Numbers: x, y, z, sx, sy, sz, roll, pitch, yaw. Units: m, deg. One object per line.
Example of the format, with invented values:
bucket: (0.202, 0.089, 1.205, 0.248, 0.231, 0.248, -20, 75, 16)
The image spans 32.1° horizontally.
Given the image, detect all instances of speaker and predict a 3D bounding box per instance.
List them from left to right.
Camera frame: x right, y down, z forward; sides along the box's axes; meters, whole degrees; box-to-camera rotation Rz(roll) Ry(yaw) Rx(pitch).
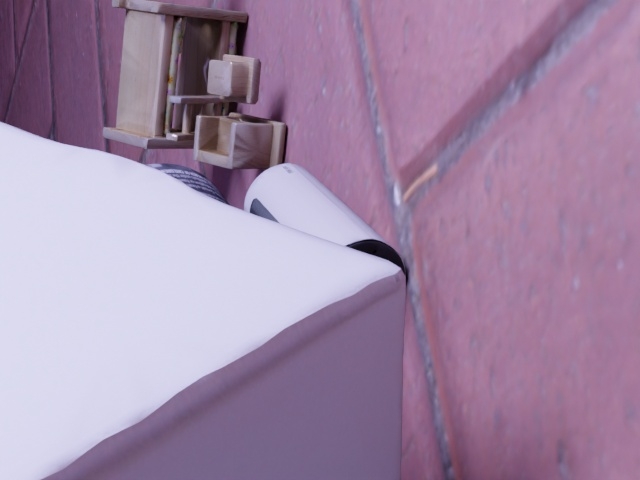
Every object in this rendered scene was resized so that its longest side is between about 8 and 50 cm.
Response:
speaker: (0.000, 0.000, 0.665, 0.136, 0.055, 0.055, -134, 50, -59)

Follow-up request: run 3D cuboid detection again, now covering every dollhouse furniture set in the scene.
dollhouse furniture set: (-0.070, -0.155, 0.841, 0.161, 0.101, 0.181, 17, 105, 41)

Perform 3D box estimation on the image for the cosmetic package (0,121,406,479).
cosmetic package: (-0.184, 0.191, 0.511, 0.329, 0.327, 0.393, 19, 124, 36)

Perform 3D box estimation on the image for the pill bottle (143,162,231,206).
pill bottle: (-0.067, 0.068, 0.693, 0.245, 0.130, 0.130, 50, 135, 40)
